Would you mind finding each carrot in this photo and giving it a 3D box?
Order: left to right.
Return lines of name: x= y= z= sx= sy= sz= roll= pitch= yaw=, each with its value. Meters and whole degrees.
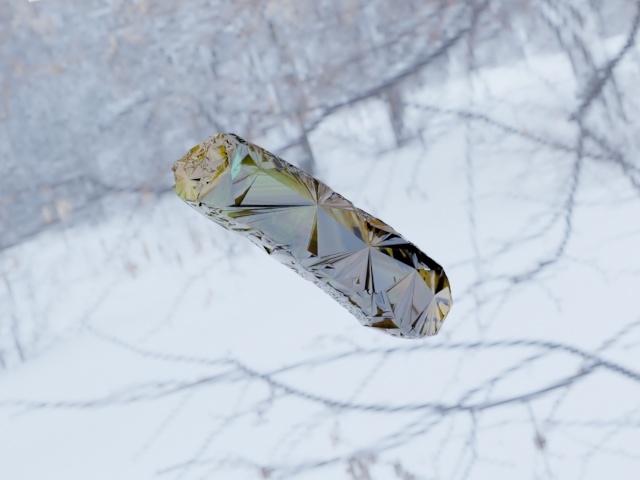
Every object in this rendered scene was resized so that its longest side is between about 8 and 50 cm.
carrot: x=0.001 y=0.000 z=1.027 sx=0.069 sy=0.069 sz=0.229 roll=-12 pitch=-35 yaw=43
